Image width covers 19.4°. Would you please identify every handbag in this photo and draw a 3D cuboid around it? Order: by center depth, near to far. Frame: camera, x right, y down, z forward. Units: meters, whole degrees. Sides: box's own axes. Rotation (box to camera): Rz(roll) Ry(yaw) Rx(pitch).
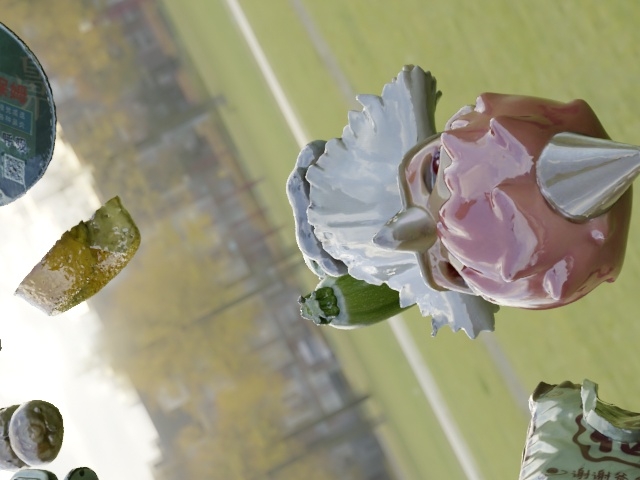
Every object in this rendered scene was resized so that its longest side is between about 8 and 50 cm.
[{"bbox_3d":[0.284,0.214,1.757,0.235,0.213,0.127,-67,-16,-54],"label":"handbag"}]

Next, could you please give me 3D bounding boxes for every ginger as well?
[{"bbox_3d":[-0.366,0.235,2.213,0.204,0.104,0.080,-15,81,48],"label":"ginger"}]

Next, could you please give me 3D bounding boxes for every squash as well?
[{"bbox_3d":[0.085,0.026,1.794,0.069,0.258,0.069,35,141,35],"label":"squash"}]

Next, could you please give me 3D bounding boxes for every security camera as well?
[{"bbox_3d":[-0.240,0.223,1.630,0.058,0.092,0.058,17,-109,-59],"label":"security camera"}]

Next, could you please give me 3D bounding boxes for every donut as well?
[{"bbox_3d":[-0.178,0.017,1.388,0.043,0.108,0.097,47,136,4],"label":"donut"}]

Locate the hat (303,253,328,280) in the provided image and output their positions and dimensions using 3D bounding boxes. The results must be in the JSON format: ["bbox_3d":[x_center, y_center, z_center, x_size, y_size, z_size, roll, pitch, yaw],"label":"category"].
[{"bbox_3d":[0.002,-0.005,2.324,0.122,0.081,0.166,36,-176,-21],"label":"hat"}]

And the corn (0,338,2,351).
[{"bbox_3d":[-0.278,-0.014,1.057,0.102,0.102,0.313,62,179,34],"label":"corn"}]

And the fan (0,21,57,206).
[{"bbox_3d":[-0.307,-0.088,1.678,0.012,0.223,0.294,-37,-69,-50],"label":"fan"}]

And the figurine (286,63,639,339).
[{"bbox_3d":[0.109,-0.022,1.301,0.387,0.166,0.207,4,107,60],"label":"figurine"}]
